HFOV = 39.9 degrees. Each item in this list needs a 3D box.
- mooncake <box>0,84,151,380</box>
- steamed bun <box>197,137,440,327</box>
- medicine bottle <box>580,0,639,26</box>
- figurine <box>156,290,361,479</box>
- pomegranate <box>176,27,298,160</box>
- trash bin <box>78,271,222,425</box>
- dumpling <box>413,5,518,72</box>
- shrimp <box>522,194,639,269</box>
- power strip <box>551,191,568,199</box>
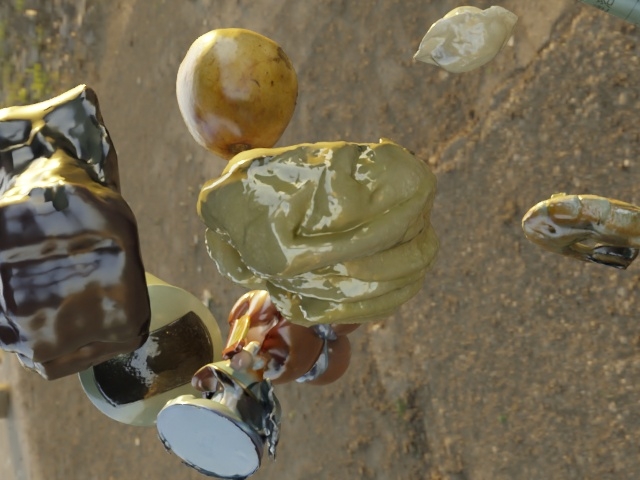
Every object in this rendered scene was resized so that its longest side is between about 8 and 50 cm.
[{"bbox_3d":[-0.354,0.002,1.195,0.381,0.212,0.350,-126,22,-59],"label":"mooncake"},{"bbox_3d":[0.004,0.000,1.191,0.372,0.325,0.230,107,160,-80],"label":"steamed bun"},{"bbox_3d":[0.349,-0.385,1.186,0.110,0.352,0.110,-64,-6,-12],"label":"medicine bottle"},{"bbox_3d":[-0.085,0.217,1.543,0.388,0.248,0.276,-61,-7,-47],"label":"figurine"},{"bbox_3d":[-0.166,-0.292,1.741,0.260,0.260,0.260,4,94,60],"label":"pomegranate"},{"bbox_3d":[-0.377,0.205,1.836,0.432,0.280,0.280,-162,74,-68],"label":"trash bin"},{"bbox_3d":[0.326,-0.459,2.000,0.250,0.162,0.132,-19,72,19],"label":"dumpling"},{"bbox_3d":[0.414,-0.001,1.268,0.145,0.254,0.059,112,166,-55],"label":"shrimp"},{"bbox_3d":[0.367,-0.044,1.368,0.027,0.017,0.083,-10,45,37],"label":"power strip"}]
